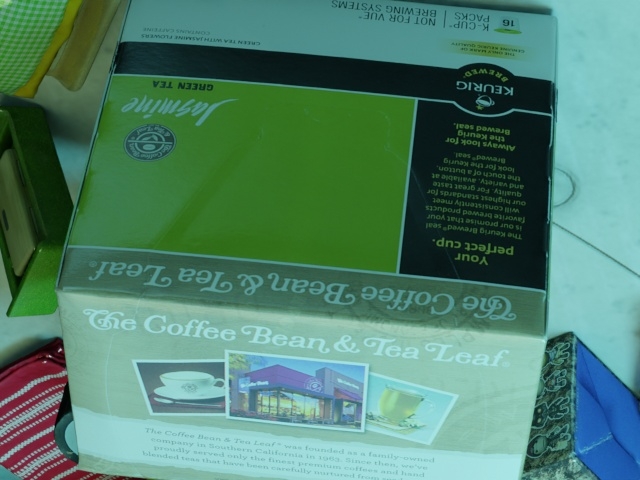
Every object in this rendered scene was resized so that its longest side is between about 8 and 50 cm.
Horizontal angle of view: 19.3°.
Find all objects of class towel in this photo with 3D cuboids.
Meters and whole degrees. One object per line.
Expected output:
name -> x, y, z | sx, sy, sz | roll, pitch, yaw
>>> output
towel -> -0.235, 0.208, 1.879 | 0.199, 0.031, 0.275 | -27, 127, 34

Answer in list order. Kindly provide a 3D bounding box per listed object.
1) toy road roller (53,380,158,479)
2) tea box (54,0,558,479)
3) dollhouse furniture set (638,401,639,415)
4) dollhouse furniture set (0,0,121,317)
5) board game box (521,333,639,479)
toy road roller -> -0.051, 0.124, 1.626 | 0.240, 0.202, 0.329 | -30, 124, 34
tea box -> 0.000, 0.000, 1.393 | 0.329, 0.323, 0.220 | 6, 138, 4
dollhouse furniture set -> 0.500, 0.180, 1.643 | 0.355, 0.303, 0.174 | -21, 157, -9
dollhouse furniture set -> -0.268, -0.085, 1.423 | 0.197, 0.151, 0.301 | 0, 144, -28
board game box -> 0.177, 0.248, 1.771 | 0.291, 0.141, 0.232 | -25, 128, 31
